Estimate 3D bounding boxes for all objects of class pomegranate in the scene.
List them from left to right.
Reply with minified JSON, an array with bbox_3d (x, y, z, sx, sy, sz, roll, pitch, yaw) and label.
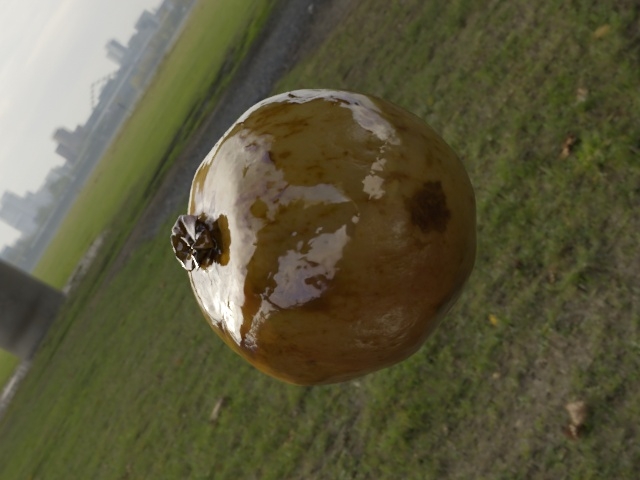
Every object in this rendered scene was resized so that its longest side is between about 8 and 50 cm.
[{"bbox_3d":[0.000,0.000,0.629,0.215,0.215,0.215,-52,16,22],"label":"pomegranate"}]
